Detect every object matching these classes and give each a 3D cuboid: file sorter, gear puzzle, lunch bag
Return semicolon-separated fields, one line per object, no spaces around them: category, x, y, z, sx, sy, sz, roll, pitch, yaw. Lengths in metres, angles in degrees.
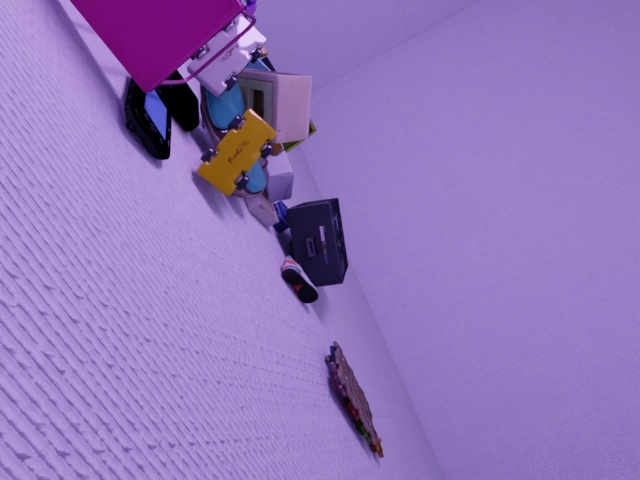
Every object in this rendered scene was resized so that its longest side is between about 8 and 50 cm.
file sorter;-0.272;-0.425;0.661;0.290;0.202;0.182;53;16;-15
gear puzzle;0.094;0.441;1.096;0.175;0.044;0.338;-98;163;-72
lunch bag;-0.120;-0.077;1.260;0.067;0.065;0.098;68;8;28

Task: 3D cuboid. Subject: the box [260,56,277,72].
box;-0.274;-0.726;1.939;0.103;0.185;0.261;63;7;7

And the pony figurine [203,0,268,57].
pony figurine;-0.309;-0.752;1.312;0.351;0.303;0.362;-34;106;-47

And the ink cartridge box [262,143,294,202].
ink cartridge box;-0.155;-0.240;1.326;0.139;0.082;0.190;105;-31;-57

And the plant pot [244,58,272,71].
plant pot;-0.187;-0.419;1.214;0.234;0.165;0.165;40;4;-15

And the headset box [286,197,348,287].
headset box;0.000;0.000;1.292;0.283;0.132;0.245;-53;134;-78

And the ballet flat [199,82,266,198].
ballet flat;-0.223;-0.245;0.956;0.108;0.106;0.315;-20;98;-40

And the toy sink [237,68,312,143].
toy sink;-0.154;-0.340;1.018;0.131;0.234;0.152;-24;128;-48

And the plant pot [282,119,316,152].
plant pot;-0.182;-0.561;1.908;0.207;0.227;0.228;58;7;11

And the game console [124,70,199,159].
game console;-0.300;-0.267;0.767;0.213;0.044;0.361;56;11;-45

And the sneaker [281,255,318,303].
sneaker;-0.054;0.105;1.127;0.161;0.057;0.075;54;18;-39

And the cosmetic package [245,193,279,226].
cosmetic package;-0.160;-0.088;1.119;0.060;0.041;0.115;68;9;26

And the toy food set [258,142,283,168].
toy food set;-0.183;-0.246;1.169;0.232;0.111;0.104;27;-22;44

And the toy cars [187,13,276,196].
toy cars;-0.192;-0.279;0.866;0.087;0.177;0.392;-13;-98;59

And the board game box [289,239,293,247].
board game box;-0.070;0.033;1.398;0.089;0.020;0.090;64;8;-8
